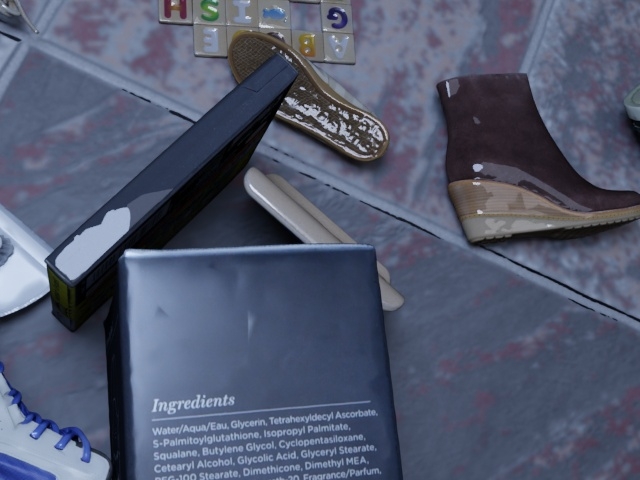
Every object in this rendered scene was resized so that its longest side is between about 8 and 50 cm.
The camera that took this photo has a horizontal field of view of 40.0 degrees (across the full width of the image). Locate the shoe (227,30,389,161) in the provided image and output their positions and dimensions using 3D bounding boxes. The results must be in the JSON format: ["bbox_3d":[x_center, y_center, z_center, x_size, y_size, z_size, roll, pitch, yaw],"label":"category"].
[{"bbox_3d":[-0.014,-0.163,1.021,0.219,0.058,0.076,38,100,2],"label":"shoe"}]

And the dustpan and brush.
[{"bbox_3d":[-0.370,0.049,0.859,0.147,0.060,0.211,41,69,-1],"label":"dustpan and brush"}]

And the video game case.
[{"bbox_3d":[-0.149,-0.036,0.841,0.035,0.248,0.275,44,69,-1],"label":"video game case"}]

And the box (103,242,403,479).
[{"bbox_3d":[-0.071,0.229,0.767,0.212,0.293,0.395,-2,76,-16],"label":"box"}]

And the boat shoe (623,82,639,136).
[{"bbox_3d":[0.534,-0.200,1.145,0.340,0.127,0.113,-34,115,-28],"label":"boat shoe"}]

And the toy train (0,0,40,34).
[{"bbox_3d":[-0.424,-0.286,0.921,0.143,0.105,0.248,-33,86,-10],"label":"toy train"}]

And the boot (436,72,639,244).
[{"bbox_3d":[0.268,-0.106,1.055,0.249,0.090,0.206,-4,78,-12],"label":"boot"}]

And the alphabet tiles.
[{"bbox_3d":[-0.078,-0.310,1.063,0.237,0.009,0.198,0,76,-15],"label":"alphabet tiles"}]

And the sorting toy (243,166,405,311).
[{"bbox_3d":[0.000,0.000,0.908,0.193,0.208,0.038,41,95,-1],"label":"sorting toy"}]

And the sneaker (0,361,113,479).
[{"bbox_3d":[-0.280,0.171,0.762,0.182,0.127,0.315,-5,83,-27],"label":"sneaker"}]
